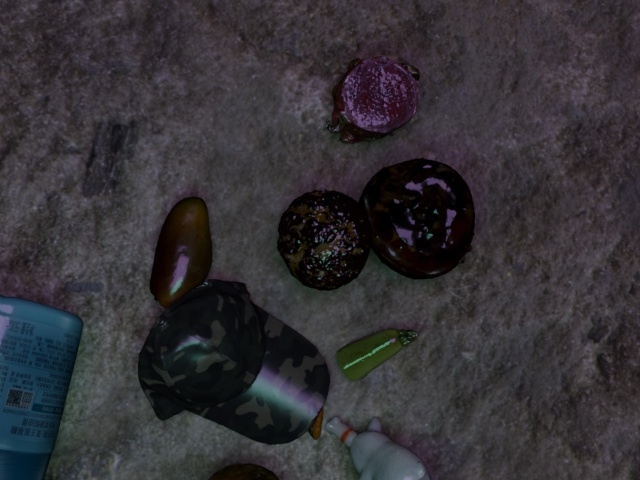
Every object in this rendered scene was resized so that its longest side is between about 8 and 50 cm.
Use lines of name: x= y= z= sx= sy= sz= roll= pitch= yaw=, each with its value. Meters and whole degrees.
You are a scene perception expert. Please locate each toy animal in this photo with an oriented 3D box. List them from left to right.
toy animal: x=0.130 y=0.505 z=1.765 sx=0.140 sy=0.282 sz=0.138 roll=-5 pitch=107 yaw=-36

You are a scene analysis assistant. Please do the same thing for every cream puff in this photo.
cream puff: x=0.000 y=0.000 z=1.801 sx=0.164 sy=0.239 sz=0.239 roll=-6 pitch=77 yaw=-48

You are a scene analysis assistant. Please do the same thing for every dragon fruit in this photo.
dragon fruit: x=0.117 y=-0.348 z=1.950 sx=0.282 sy=0.147 sz=0.211 roll=-35 pitch=95 yaw=-10

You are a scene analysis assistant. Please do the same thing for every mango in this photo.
mango: x=-0.317 y=0.029 z=1.815 sx=0.133 sy=0.111 sz=0.268 roll=10 pitch=79 yaw=10

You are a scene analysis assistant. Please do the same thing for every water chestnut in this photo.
water chestnut: x=0.239 y=-0.059 z=1.834 sx=0.299 sy=0.300 sz=0.300 roll=2 pitch=79 yaw=-8

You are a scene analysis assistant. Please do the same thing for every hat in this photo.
hat: x=-0.177 y=0.285 z=1.749 sx=0.381 sy=0.257 sz=0.366 roll=22 pitch=78 yaw=16

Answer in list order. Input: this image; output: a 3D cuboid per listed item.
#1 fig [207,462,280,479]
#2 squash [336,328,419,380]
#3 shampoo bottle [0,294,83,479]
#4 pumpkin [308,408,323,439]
fig: x=-0.096 y=0.622 z=1.629 sx=0.368 sy=0.286 sz=0.286 roll=10 pitch=78 yaw=1
squash: x=0.144 y=0.257 z=1.861 sx=0.200 sy=0.075 sz=0.090 roll=-27 pitch=64 yaw=9
shampoo bottle: x=-0.687 y=0.289 z=1.596 sx=0.331 sy=0.331 sz=0.343 roll=13 pitch=77 yaw=-6
pumpkin: x=-0.014 y=0.423 z=1.820 sx=0.028 sy=0.050 sz=0.083 roll=4 pitch=62 yaw=27
